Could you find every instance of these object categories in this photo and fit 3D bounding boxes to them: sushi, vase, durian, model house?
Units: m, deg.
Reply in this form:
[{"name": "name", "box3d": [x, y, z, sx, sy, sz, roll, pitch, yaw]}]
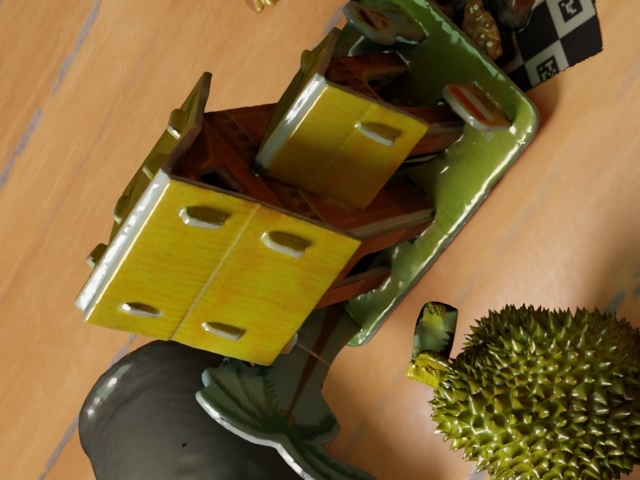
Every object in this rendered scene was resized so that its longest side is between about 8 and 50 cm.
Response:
[{"name": "sushi", "box3d": [0.134, -0.208, 1.233, 0.210, 0.040, 0.192, -23, 67, 42]}, {"name": "vase", "box3d": [-0.090, 0.233, 1.270, 0.245, 0.245, 0.291, -55, 43, 24]}, {"name": "durian", "box3d": [0.169, 0.119, 1.030, 0.159, 0.198, 0.146, 0, 88, 41]}, {"name": "model house", "box3d": [0.000, 0.000, 1.131, 0.340, 0.323, 0.300, 49, 123, 19]}]

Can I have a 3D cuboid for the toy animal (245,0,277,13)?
[{"name": "toy animal", "box3d": [-0.082, -0.309, 1.459, 0.083, 0.070, 0.159, -33, 66, 36]}]
